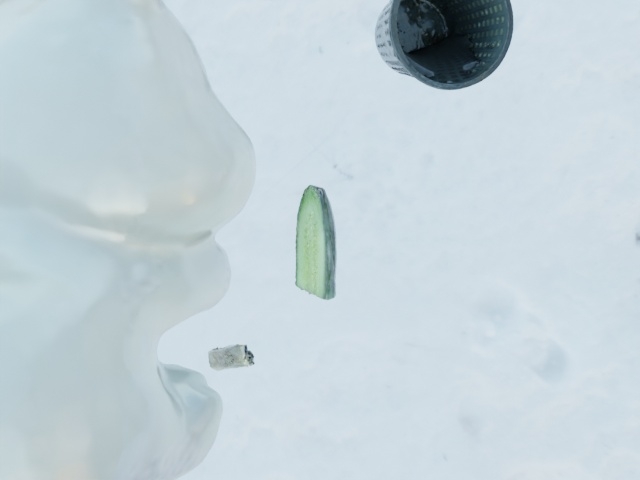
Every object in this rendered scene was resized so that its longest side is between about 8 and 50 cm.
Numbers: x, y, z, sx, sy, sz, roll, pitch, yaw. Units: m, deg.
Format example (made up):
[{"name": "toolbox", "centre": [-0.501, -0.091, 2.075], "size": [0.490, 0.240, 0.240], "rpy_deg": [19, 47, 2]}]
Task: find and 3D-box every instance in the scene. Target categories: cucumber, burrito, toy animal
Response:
[{"name": "cucumber", "centre": [0.000, 0.000, 1.753], "size": [0.063, 0.115, 0.244], "rpy_deg": [-5, 99, -40]}, {"name": "burrito", "centre": [-0.183, 0.238, 1.630], "size": [0.042, 0.171, 0.051], "rpy_deg": [-23, 92, -38]}, {"name": "toy animal", "centre": [-0.155, -0.046, 0.418], "size": [0.196, 0.241, 0.368], "rpy_deg": [8, 82, 26]}]

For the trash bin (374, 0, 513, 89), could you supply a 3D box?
[{"name": "trash bin", "centre": [0.156, -0.295, 1.117], "size": [0.175, 0.161, 0.176], "rpy_deg": [-2, 99, -13]}]
